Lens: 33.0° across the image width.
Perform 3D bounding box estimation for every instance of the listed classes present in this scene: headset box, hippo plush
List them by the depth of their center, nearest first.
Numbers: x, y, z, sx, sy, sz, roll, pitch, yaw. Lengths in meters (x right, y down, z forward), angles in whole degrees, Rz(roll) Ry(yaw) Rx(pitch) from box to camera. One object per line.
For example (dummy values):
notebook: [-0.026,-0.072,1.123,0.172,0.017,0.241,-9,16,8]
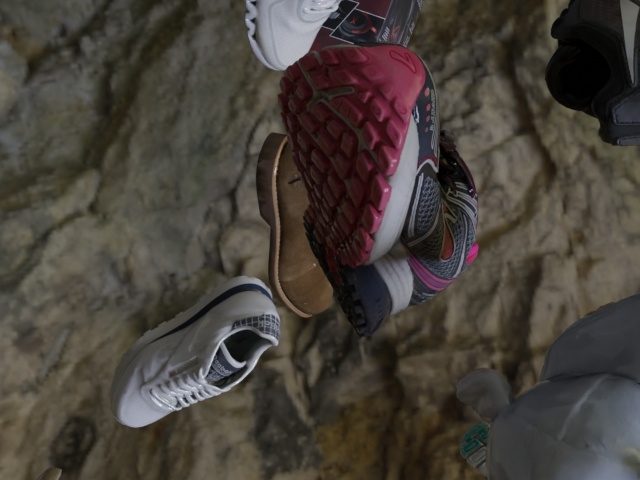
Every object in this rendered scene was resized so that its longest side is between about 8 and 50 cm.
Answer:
hippo plush: [0.144,0.151,0.611,0.294,0.236,0.234,-39,-146,-29]
headset box: [0.059,-0.301,1.498,0.110,0.293,0.218,21,-177,11]

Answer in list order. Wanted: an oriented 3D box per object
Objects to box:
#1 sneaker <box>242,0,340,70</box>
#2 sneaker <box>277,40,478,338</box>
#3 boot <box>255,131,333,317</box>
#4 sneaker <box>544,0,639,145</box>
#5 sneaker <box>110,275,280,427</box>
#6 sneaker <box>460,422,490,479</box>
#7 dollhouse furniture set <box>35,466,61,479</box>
sneaker: [0.004,-0.301,1.153,0.118,0.292,0.110,38,-143,23]
sneaker: [0.047,-0.040,0.694,0.112,0.121,0.299,-26,160,-7]
boot: [0.000,0.000,1.346,0.115,0.305,0.112,10,-128,15]
sneaker: [0.227,-0.169,0.821,0.135,0.097,0.276,-17,-134,9]
sneaker: [-0.142,0.139,1.191,0.235,0.090,0.095,-41,-140,16]
sneaker: [0.229,0.279,1.218,0.065,0.076,0.166,-39,-128,5]
dollhouse furniture set: [-0.289,0.158,0.470,0.262,0.135,0.259,25,-156,-4]
